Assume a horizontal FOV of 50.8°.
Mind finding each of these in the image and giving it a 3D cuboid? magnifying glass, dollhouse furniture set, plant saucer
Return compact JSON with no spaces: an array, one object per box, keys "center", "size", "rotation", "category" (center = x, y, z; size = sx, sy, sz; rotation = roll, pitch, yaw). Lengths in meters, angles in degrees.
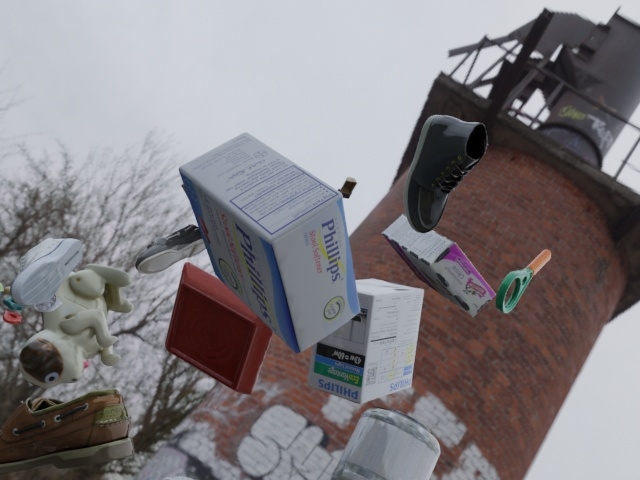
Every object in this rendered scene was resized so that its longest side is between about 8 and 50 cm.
[{"center":[0.467,0.086,1.546],"size":[0.026,0.231,0.092],"rotation":[21,-48,35],"category":"magnifying glass"},{"center":[0.046,-0.114,1.791],"size":[0.091,0.081,0.114],"rotation":[11,-27,-11],"category":"dollhouse furniture set"},{"center":[-0.247,0.216,1.564],"size":[0.259,0.047,0.258],"rotation":[28,-61,15],"category":"plant saucer"}]

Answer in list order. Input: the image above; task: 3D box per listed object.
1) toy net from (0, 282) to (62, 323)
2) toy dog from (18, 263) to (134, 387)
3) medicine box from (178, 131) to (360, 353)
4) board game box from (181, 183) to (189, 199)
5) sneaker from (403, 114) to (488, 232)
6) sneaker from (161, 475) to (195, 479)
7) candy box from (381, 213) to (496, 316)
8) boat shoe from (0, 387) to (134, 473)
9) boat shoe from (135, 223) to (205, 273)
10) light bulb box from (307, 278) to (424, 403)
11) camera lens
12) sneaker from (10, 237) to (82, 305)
[{"center":[-0.642,0.127,1.456],"size":[0.122,0.045,0.232],"rotation":[39,14,27],"category":"toy net"},{"center":[-0.842,0.291,2.243],"size":[0.395,0.408,0.284],"rotation":[20,-37,-10],"category":"toy dog"},{"center":[-0.085,-0.001,1.165],"size":[0.289,0.149,0.264],"rotation":[37,-30,42],"category":"medicine box"},{"center":[-0.293,-0.127,2.314],"size":[0.291,0.141,0.232],"rotation":[8,-46,39],"category":"board game box"},{"center":[0.225,-0.114,1.225],"size":[0.118,0.083,0.222],"rotation":[22,-74,54],"category":"sneaker"},{"center":[-0.251,0.437,1.059],"size":[0.297,0.111,0.129],"rotation":[19,25,-32],"category":"sneaker"},{"center":[0.240,0.046,1.401],"size":[0.159,0.071,0.233],"rotation":[48,-3,-26],"category":"candy box"},{"center":[-0.411,0.285,1.010],"size":[0.307,0.110,0.105],"rotation":[-13,-99,18],"category":"boat shoe"},{"center":[-0.501,0.023,2.226],"size":[0.095,0.335,0.112],"rotation":[46,-58,13],"category":"boat shoe"},{"center":[0.162,0.333,2.328],"size":[0.225,0.358,0.361],"rotation":[10,-85,36],"category":"light bulb box"},{"center":[0.156,0.573,1.678],"size":[0.219,0.274,0.219],"rotation":[25,-25,13],"category":"camera lens"},{"center":[-0.625,0.069,1.498],"size":[0.091,0.258,0.094],"rotation":[3,-69,7],"category":"sneaker"}]
